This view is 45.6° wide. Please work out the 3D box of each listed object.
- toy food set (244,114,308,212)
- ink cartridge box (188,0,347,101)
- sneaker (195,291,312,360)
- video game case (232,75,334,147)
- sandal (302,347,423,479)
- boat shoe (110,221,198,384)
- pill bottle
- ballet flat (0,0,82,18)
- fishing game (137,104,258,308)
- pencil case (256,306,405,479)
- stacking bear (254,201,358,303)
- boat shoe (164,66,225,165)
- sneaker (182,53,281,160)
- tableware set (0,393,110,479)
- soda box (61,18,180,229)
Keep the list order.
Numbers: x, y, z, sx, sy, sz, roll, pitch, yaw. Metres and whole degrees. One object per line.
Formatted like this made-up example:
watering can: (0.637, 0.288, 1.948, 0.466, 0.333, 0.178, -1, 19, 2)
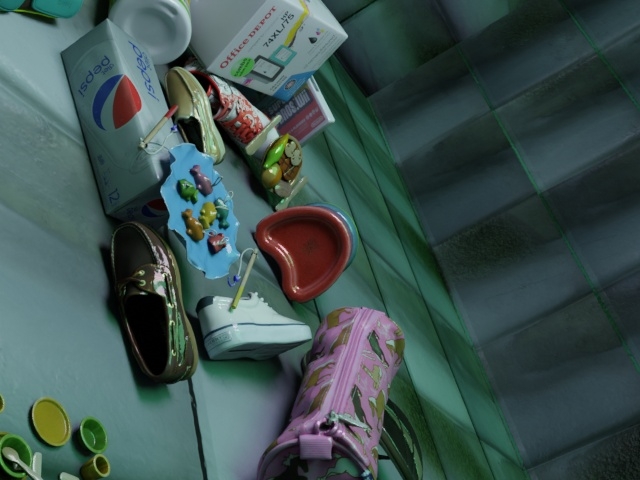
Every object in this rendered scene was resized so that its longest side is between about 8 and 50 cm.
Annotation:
toy food set: (-0.074, -0.150, 1.558, 0.038, 0.132, 0.192, 18, -32, 36)
ink cartridge box: (-0.127, -0.434, 1.501, 0.270, 0.198, 0.197, 6, 45, -58)
sneaker: (-0.090, 0.120, 1.119, 0.258, 0.094, 0.091, 22, 45, -66)
video game case: (-0.102, -0.330, 1.688, 0.025, 0.204, 0.285, -10, 70, -52)
sandal: (0.071, 0.313, 1.340, 0.303, 0.086, 0.120, 46, 21, 1)
boat shoe: (-0.201, 0.068, 0.891, 0.207, 0.073, 0.073, 65, 14, 15)
pill bottle: (-0.299, -0.425, 1.334, 0.136, 0.136, 0.245, 48, 20, -41)
ballet flat: (-0.402, -0.345, 1.009, 0.077, 0.077, 0.231, 40, 12, 3)
fishing game: (-0.148, -0.042, 1.002, 0.189, 0.041, 0.264, -71, 141, -58)
pencil case: (0.029, 0.238, 1.097, 0.160, 0.167, 0.386, 53, 22, -10)
stacking bear: (0.000, 0.000, 1.532, 0.175, 0.164, 0.289, 61, 11, 0)
boat shoe: (-0.230, -0.220, 1.339, 0.190, 0.068, 0.072, 62, 27, 3)
sneaker: (-0.179, -0.244, 1.499, 0.270, 0.090, 0.145, 52, 18, -19)
tableware set: (-0.240, 0.176, 0.667, 0.154, 0.024, 0.104, 45, 21, -44)
soda box: (-0.266, -0.160, 1.053, 0.098, 0.091, 0.286, 31, 33, -60)
